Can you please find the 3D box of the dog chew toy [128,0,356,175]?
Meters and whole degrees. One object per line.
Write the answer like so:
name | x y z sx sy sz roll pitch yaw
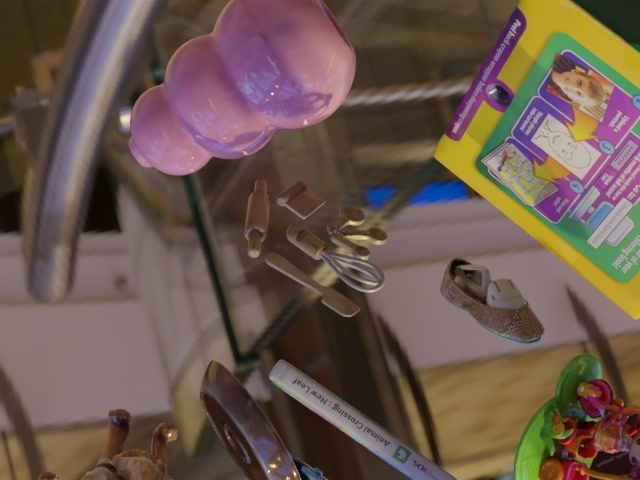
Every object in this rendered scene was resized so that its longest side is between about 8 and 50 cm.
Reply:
dog chew toy | -0.118 -0.207 1.971 0.332 0.207 0.206 -34 160 10

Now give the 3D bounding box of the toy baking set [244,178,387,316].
toy baking set | -0.007 -0.002 1.888 0.196 0.256 0.030 15 125 -4

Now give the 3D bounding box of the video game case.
video game case | 0.036 0.174 1.332 0.023 0.193 0.212 -55 178 -6

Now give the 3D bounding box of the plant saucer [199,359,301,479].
plant saucer | -0.075 0.199 1.453 0.029 0.168 0.168 -32 167 -16

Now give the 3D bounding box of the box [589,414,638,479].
box | 0.397 0.328 1.735 0.167 0.203 0.168 -20 151 -14

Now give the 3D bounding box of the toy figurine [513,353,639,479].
toy figurine | 0.305 0.219 1.461 0.130 0.173 0.159 18 -179 -43

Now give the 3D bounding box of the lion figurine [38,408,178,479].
lion figurine | -0.316 0.389 2.026 0.142 0.240 0.392 24 135 -16

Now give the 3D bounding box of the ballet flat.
ballet flat | 0.227 0.075 1.938 0.073 0.067 0.206 -13 -156 -29

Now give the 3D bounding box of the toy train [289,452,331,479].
toy train | -0.003 0.350 1.910 0.080 0.184 0.105 -53 -155 -4

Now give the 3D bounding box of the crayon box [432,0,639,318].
crayon box | 0.318 -0.115 1.563 0.106 0.313 0.363 -47 172 -29
